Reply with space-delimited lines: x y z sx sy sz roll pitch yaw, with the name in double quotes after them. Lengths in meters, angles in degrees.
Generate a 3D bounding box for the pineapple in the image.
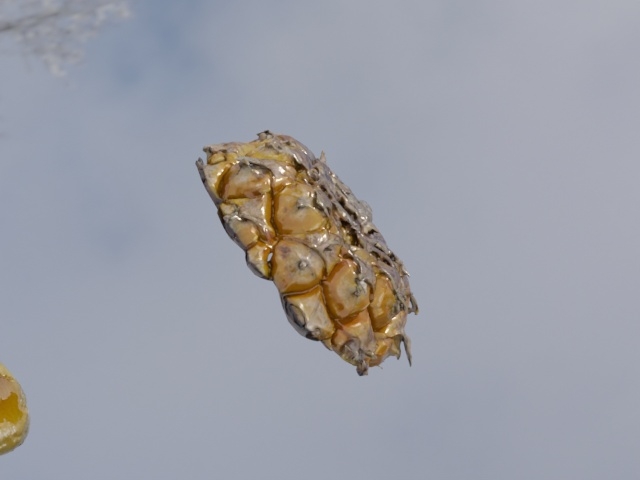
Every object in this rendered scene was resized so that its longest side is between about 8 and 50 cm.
0.000 0.000 1.366 0.076 0.225 0.225 -38 -97 11 "pineapple"

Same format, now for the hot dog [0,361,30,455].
-0.308 0.086 1.399 0.242 0.084 0.073 23 -66 34 "hot dog"
